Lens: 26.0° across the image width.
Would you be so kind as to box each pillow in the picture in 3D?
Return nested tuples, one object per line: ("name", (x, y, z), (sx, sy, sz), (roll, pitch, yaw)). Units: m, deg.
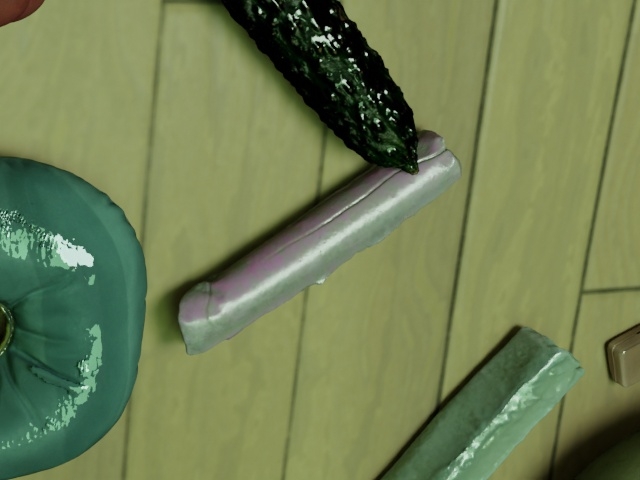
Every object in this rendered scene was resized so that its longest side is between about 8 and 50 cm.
("pillow", (-0.224, 0.057, 0.960), (0.214, 0.086, 0.233), (-4, 109, -22))

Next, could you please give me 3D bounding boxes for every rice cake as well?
("rice cake", (0.000, 0.000, 1.077), (0.270, 0.049, 0.055), (-33, 108, -12))
("rice cake", (0.095, 0.215, 1.204), (0.336, 0.066, 0.063), (-46, 124, -4))

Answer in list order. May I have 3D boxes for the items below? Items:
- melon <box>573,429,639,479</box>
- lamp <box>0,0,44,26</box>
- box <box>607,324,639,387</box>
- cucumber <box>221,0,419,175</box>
("melon", (0.337, 0.291, 1.256), (0.272, 0.272, 0.308), (31, 88, -34))
("lamp", (-0.213, -0.185, 0.863), (0.107, 0.092, 0.107), (17, 68, -47))
("box", (0.321, 0.094, 1.304), (0.115, 0.025, 0.048), (-25, 124, -18))
("cucumber", (-0.014, -0.151, 0.998), (0.072, 0.072, 0.300), (-45, 124, -6))
